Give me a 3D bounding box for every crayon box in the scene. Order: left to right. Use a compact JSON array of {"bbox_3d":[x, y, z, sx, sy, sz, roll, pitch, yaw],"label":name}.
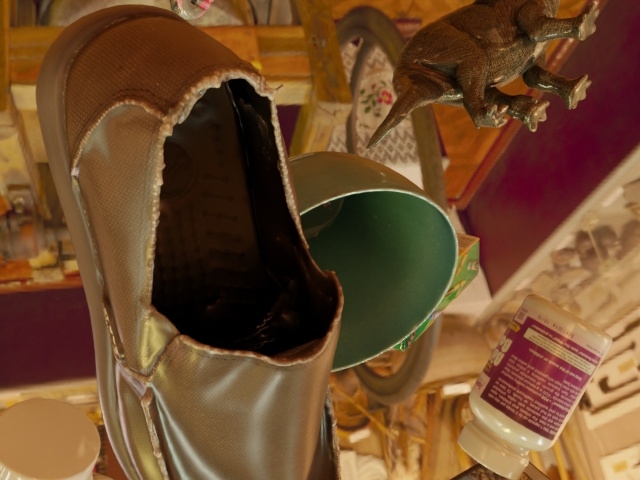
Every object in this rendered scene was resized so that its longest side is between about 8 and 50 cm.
[{"bbox_3d":[0.145,0.068,1.217,0.278,0.165,0.081,-36,130,-43],"label":"crayon box"}]

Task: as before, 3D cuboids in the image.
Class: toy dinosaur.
[{"bbox_3d":[0.149,-0.173,0.651,0.313,0.160,0.121,-44,142,-9],"label":"toy dinosaur"}]

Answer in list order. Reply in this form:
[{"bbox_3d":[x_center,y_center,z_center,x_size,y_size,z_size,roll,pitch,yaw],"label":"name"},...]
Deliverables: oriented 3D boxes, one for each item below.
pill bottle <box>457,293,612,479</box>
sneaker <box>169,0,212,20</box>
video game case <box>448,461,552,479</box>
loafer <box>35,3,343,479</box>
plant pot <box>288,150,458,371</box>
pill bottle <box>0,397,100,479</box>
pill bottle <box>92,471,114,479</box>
[{"bbox_3d":[0.370,0.261,1.232,0.169,0.169,0.302,27,94,-51],"label":"pill bottle"},{"bbox_3d":[-0.128,-0.246,0.619,0.057,0.120,0.047,-10,160,24],"label":"sneaker"},{"bbox_3d":[0.357,0.513,1.250,0.248,0.275,0.035,-17,125,-30],"label":"video game case"},{"bbox_3d":[-0.055,0.061,0.384,0.133,0.130,0.366,-28,119,-27],"label":"loafer"},{"bbox_3d":[0.000,0.000,0.883,0.290,0.195,0.290,-14,133,-15],"label":"plant pot"},{"bbox_3d":[-0.402,0.359,0.926,0.160,0.160,0.283,9,120,-35],"label":"pill bottle"},{"bbox_3d":[-0.537,0.584,1.494,0.318,0.177,0.176,4,163,30],"label":"pill bottle"}]
